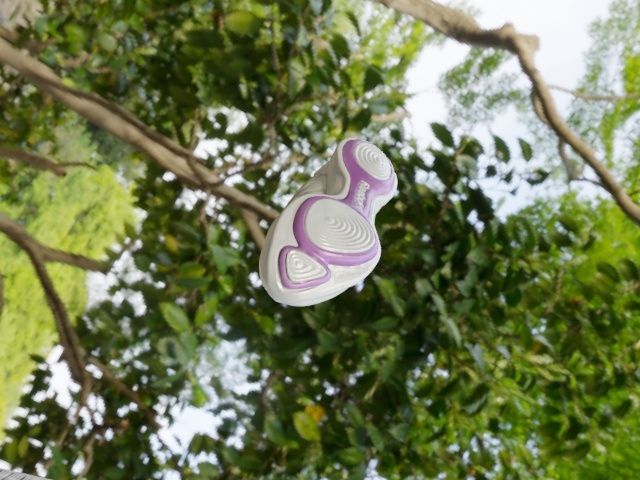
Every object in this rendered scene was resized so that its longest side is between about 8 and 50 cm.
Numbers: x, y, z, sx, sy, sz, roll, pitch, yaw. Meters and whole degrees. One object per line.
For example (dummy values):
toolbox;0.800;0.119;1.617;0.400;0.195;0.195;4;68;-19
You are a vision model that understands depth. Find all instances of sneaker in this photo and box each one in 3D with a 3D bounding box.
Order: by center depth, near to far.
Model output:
sneaker;0.000;0.000;0.954;0.152;0.114;0.305;-47;-175;34

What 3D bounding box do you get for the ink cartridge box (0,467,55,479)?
ink cartridge box;-0.176;0.270;0.537;0.045;0.223;0.223;-29;131;-84
